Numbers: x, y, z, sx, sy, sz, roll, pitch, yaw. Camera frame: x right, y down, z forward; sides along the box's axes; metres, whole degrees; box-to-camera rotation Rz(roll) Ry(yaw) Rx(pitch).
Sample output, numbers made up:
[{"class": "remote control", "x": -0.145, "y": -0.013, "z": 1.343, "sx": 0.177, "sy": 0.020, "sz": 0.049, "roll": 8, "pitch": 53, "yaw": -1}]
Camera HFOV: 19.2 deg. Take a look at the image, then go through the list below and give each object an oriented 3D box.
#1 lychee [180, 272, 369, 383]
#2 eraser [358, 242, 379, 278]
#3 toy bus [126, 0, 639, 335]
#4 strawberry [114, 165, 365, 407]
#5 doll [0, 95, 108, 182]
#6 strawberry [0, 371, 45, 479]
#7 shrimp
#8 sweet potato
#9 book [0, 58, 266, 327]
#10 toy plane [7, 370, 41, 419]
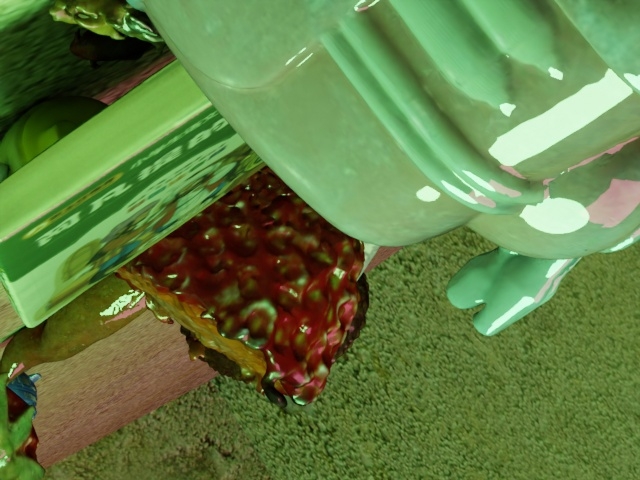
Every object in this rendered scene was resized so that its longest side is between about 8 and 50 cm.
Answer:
[{"class": "lychee", "x": -0.051, "y": 0.046, "z": 1.753, "sx": 0.194, "sy": 0.194, "sz": 0.194, "roll": -32, "pitch": 175, "yaw": -3}, {"class": "eraser", "x": 0.000, "y": 0.000, "z": 1.623, "sx": 0.212, "sy": 0.092, "sz": 0.046, "roll": -58, "pitch": -146, "yaw": 3}, {"class": "toy bus", "x": 0.078, "y": -0.120, "z": 0.599, "sx": 0.294, "sy": 0.232, "sz": 0.197, "roll": -35, "pitch": 174, "yaw": 34}, {"class": "strawberry", "x": -0.053, "y": 0.013, "z": 1.485, "sx": 0.178, "sy": 0.234, "sz": 0.234, "roll": -54, "pitch": 178, "yaw": -8}, {"class": "doll", "x": -0.161, "y": -0.025, "z": 1.035, "sx": 0.106, "sy": 0.062, "sz": 0.162, "roll": -21, "pitch": 170, "yaw": -44}, {"class": "strawberry", "x": -0.339, "y": 0.188, "z": 1.443, "sx": 0.244, "sy": 0.205, "sz": 0.205, "roll": -10, "pitch": -171, "yaw": 35}, {"class": "shrimp", "x": -0.066, "y": -0.116, "z": 0.906, "sx": 0.133, "sy": 0.053, "sz": 0.236, "roll": -12, "pitch": -170, "yaw": 31}, {"class": "sweet potato", "x": -0.212, "y": 0.068, "z": 1.703, "sx": 0.202, "sy": 0.058, "sz": 0.055, "roll": -30, "pitch": -141, "yaw": 21}, {"class": "book", "x": -0.077, "y": -0.038, "z": 0.946, "sx": 0.202, "sy": 0.027, "sz": 0.264, "roll": -34, "pitch": 174, "yaw": -11}, {"class": "toy plane", "x": -0.303, "y": 0.143, "z": 1.830, "sx": 0.054, "sy": 0.062, "sz": 0.167, "roll": -32, "pitch": 165, "yaw": 1}]
